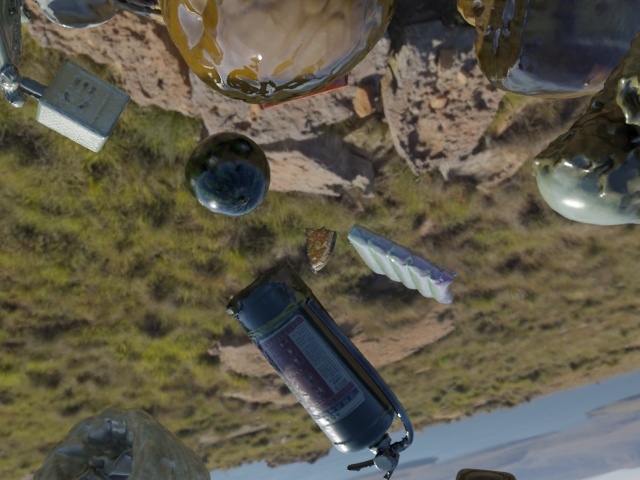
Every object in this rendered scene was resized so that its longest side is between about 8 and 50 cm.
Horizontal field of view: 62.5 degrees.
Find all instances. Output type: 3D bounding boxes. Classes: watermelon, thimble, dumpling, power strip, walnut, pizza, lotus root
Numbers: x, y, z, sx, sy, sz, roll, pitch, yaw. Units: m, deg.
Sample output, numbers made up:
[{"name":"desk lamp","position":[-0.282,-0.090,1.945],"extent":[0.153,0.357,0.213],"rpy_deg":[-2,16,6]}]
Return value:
[{"name":"watermelon","position":[-0.277,-0.201,1.614],"extent":[0.269,0.268,0.269],"rpy_deg":[-12,152,-7]},{"name":"thimble","position":[-0.348,0.449,0.896],"extent":[0.292,0.291,0.195],"rpy_deg":[-22,124,13]},{"name":"dumpling","position":[-0.610,-0.666,1.306],"extent":[0.227,0.175,0.243],"rpy_deg":[-19,125,-24]},{"name":"power strip","position":[-0.609,-0.341,1.291],"extent":[0.224,0.140,0.139],"rpy_deg":[30,158,-24]},{"name":"walnut","position":[-0.030,-0.187,0.375],"extent":[0.168,0.167,0.207],"rpy_deg":[2,170,-31]},{"name":"pizza","position":[0.009,0.006,1.078],"extent":[0.029,0.100,0.099],"rpy_deg":[1,158,-38]},{"name":"lotus root","position":[0.344,-0.377,0.849],"extent":[0.250,0.316,0.316],"rpy_deg":[-10,153,-31]}]

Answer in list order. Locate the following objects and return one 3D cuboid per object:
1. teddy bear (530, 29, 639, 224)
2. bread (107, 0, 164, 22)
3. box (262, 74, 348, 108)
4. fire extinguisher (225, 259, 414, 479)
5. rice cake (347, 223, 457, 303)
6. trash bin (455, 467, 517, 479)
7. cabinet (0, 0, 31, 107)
[{"name":"teddy bear","position":[0.271,-0.100,0.249],"extent":[0.268,0.156,0.256],"rpy_deg":[-8,179,-17]},{"name":"bread","position":[-0.411,-0.609,1.244],"extent":[0.211,0.234,0.099],"rpy_deg":[5,141,-27]},{"name":"box","position":[-0.086,-0.587,1.499],"extent":[0.257,0.348,0.318],"rpy_deg":[-14,115,0]},{"name":"fire extinguisher","position":[0.015,0.163,0.605],"extent":[0.118,0.294,0.093],"rpy_deg":[-35,-175,26]},{"name":"rice cake","position":[0.143,0.046,0.890],"extent":[0.190,0.037,0.198],"rpy_deg":[27,171,14]},{"name":"trash bin","position":[0.272,0.494,0.858],"extent":[0.101,0.176,0.236],"rpy_deg":[-3,118,17]},{"name":"cabinet","position":[-0.591,-0.410,0.799],"extent":[0.228,0.289,0.317],"rpy_deg":[-8,143,-18]}]
